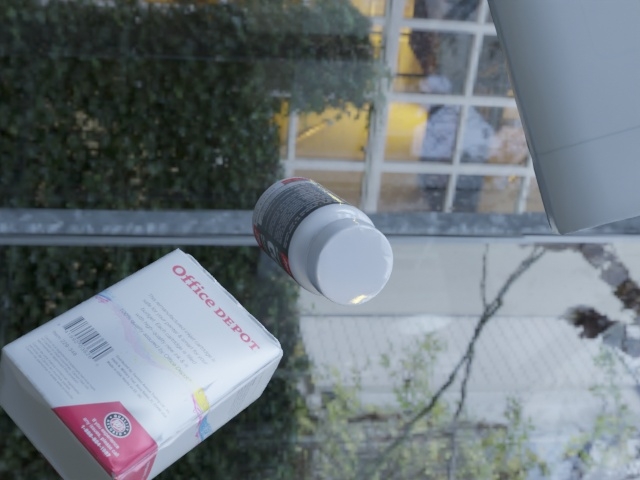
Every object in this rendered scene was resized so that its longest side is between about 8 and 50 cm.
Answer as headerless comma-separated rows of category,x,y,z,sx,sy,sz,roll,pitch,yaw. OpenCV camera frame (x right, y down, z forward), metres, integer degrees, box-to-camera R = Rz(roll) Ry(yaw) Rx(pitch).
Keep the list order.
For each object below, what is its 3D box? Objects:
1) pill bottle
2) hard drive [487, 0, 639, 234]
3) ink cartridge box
pill bottle,0.000,0.000,1.596,0.283,0.161,0.161,-142,-128,-61
hard drive,0.163,-0.203,0.379,0.047,0.232,0.353,-10,85,-82
ink cartridge box,-0.237,0.179,1.242,0.226,0.306,0.131,44,-45,16
